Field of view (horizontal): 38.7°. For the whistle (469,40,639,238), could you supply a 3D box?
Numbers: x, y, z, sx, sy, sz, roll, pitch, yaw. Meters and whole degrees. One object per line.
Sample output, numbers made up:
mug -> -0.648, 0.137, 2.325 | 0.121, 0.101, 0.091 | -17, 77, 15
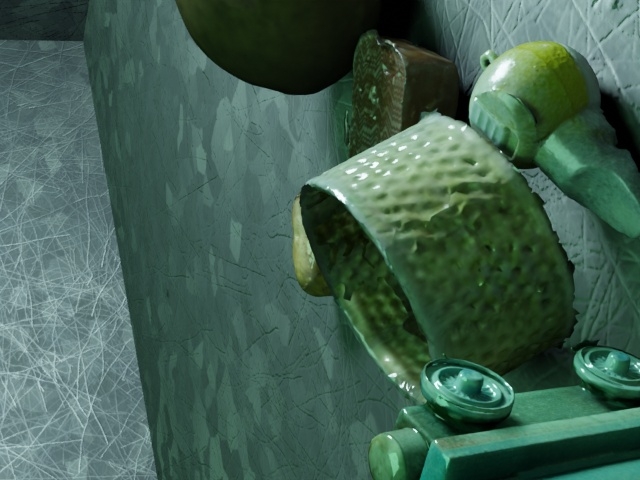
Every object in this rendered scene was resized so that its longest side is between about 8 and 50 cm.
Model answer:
whistle -> 0.220, -0.096, 0.802 | 0.223, 0.123, 0.122 | 50, 142, 24

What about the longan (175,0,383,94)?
longan -> -0.054, -0.335, 1.170 | 0.350, 0.289, 0.288 | -140, 50, -66

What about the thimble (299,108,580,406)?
thimble -> 0.104, 0.022, 0.886 | 0.270, 0.150, 0.270 | 56, 165, 23

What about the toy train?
toy train -> 0.187, 0.172, 0.660 | 0.194, 0.298, 0.120 | 43, 127, 50

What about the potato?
potato -> 0.000, 0.000, 1.329 | 0.107, 0.080, 0.170 | -167, 77, -74

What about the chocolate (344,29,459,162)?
chocolate -> 0.098, -0.134, 1.064 | 0.148, 0.093, 0.214 | -137, 47, -56
